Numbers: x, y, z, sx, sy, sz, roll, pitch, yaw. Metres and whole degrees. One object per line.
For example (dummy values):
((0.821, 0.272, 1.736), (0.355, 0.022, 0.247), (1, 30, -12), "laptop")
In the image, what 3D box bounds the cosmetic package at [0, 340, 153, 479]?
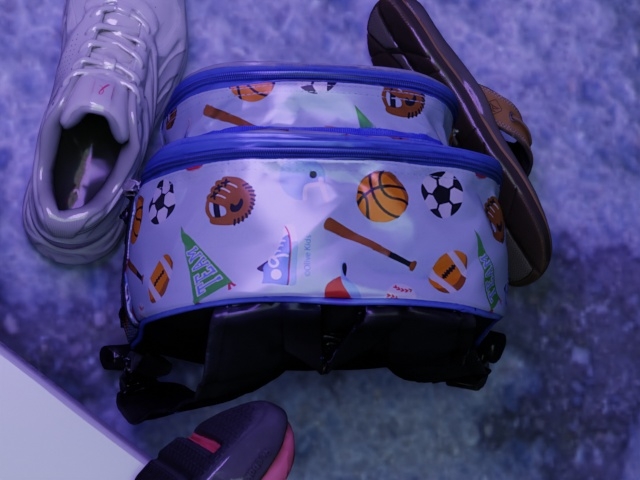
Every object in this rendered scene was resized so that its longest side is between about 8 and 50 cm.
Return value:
((-0.214, 0.184, 1.063), (0.385, 0.156, 0.217), (41, 82, -4), "cosmetic package")

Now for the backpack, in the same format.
((0.000, 0.000, 1.049), (0.276, 0.263, 0.213), (-4, 88, -8), "backpack")

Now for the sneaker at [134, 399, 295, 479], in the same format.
((-0.075, 0.241, 0.960), (0.136, 0.116, 0.314), (27, 90, -17), "sneaker")

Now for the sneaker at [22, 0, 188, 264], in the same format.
((-0.135, -0.100, 1.113), (0.090, 0.115, 0.232), (11, 84, -7), "sneaker")

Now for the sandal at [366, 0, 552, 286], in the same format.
((0.105, -0.074, 1.174), (0.060, 0.090, 0.219), (-25, 82, -31), "sandal")
